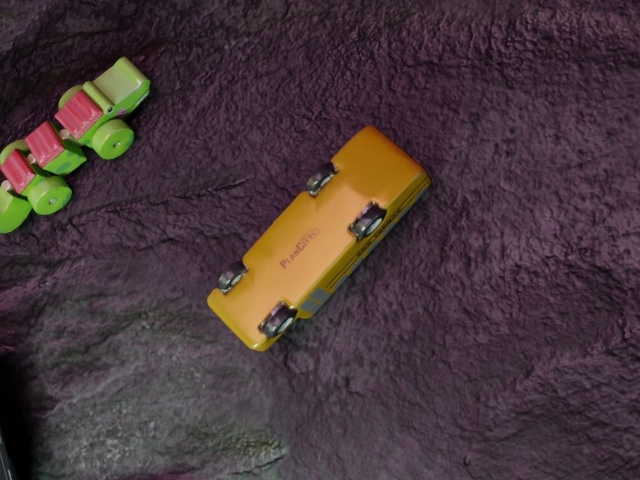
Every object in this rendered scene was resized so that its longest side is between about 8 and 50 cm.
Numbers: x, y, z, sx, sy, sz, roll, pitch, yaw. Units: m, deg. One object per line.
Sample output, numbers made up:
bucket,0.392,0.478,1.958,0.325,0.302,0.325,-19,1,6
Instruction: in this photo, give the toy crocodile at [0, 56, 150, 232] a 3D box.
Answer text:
toy crocodile,-0.402,-0.148,1.290,0.340,0.105,0.115,-42,74,5

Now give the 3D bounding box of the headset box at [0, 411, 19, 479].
headset box,-0.598,0.308,1.189,0.283,0.131,0.246,-17,77,-21

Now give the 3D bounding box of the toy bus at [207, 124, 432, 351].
toy bus,0.000,0.000,1.148,0.108,0.130,0.332,43,93,16
